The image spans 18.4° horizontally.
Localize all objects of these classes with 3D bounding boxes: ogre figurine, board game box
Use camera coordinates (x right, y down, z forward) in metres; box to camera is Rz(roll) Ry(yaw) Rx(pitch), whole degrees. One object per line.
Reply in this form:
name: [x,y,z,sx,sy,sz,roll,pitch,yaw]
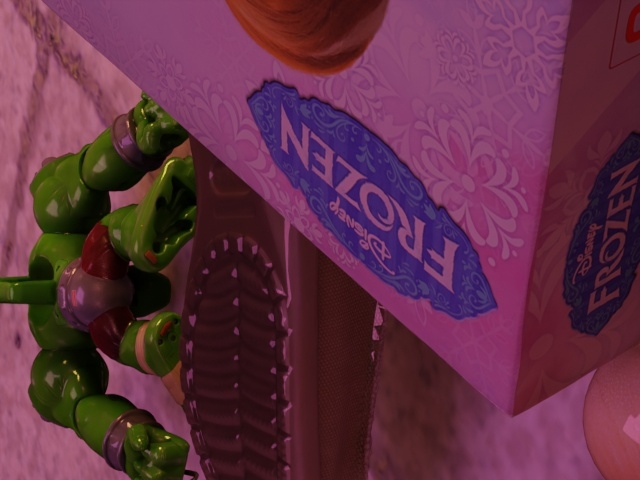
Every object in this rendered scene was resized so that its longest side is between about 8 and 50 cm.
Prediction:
ogre figurine: [-0.106,0.023,0.996,0.118,0.097,0.197,1,109,46]
board game box: [-0.013,-0.158,0.576,0.318,0.066,0.318,41,145,35]

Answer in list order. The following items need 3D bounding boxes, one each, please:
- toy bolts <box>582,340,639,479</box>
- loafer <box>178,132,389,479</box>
toy bolts: [0.129,0.106,0.541,0.228,0.218,0.159,-21,92,50]
loafer: [0.000,0.000,0.821,0.102,0.092,0.269,12,104,58]
